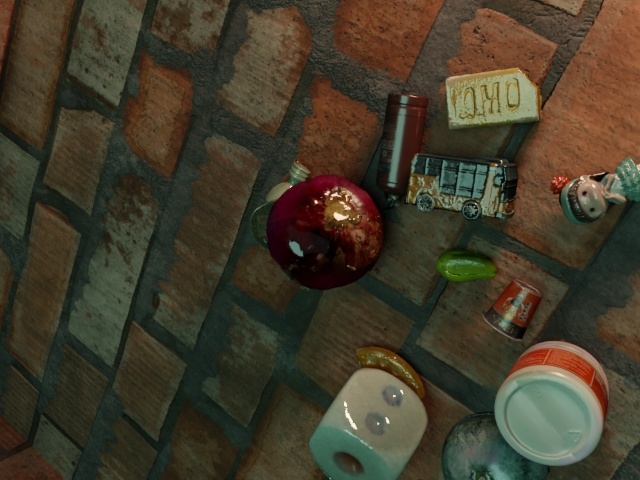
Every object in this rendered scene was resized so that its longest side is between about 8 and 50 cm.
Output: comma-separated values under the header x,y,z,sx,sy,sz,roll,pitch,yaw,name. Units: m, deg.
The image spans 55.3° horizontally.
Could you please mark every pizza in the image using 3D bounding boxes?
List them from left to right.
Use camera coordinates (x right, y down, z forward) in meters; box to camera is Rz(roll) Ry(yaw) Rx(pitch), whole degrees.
x,y,z,sx,sy,sz,roll,pitch,yaw,name
0.217,0.400,1.879,0.246,0.058,0.127,22,110,23,pizza

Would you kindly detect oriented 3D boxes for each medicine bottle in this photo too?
x,y,z,sx,sy,sz,roll,pitch,yaw,name
0.596,0.411,1.566,0.252,0.241,0.252,7,104,28,medicine bottle

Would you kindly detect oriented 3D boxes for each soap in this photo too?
x,y,z,sx,sy,sz,roll,pitch,yaw,name
0.450,-0.369,1.592,0.232,0.073,0.140,0,104,28,soap

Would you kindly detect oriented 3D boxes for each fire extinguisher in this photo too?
x,y,z,sx,sy,sz,roll,pitch,yaw,name
0.221,-0.241,1.728,0.114,0.135,0.337,3,104,-14,fire extinguisher

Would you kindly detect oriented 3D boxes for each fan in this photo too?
x,y,z,sx,sy,sz,roll,pitch,yaw,name
-0.085,-0.021,1.940,0.223,0.012,0.294,-31,123,7,fan

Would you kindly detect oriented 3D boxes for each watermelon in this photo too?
x,y,z,sx,sy,sz,roll,pitch,yaw,name
0.453,0.611,1.722,0.322,0.175,0.188,-26,87,29,watermelon

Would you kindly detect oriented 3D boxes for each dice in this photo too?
x,y,z,sx,sy,sz,roll,pitch,yaw,name
0.142,0.561,1.798,0.264,0.262,0.268,33,134,12,dice

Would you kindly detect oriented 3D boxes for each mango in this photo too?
x,y,z,sx,sy,sz,roll,pitch,yaw,name
0.408,0.073,1.704,0.165,0.074,0.091,9,98,15,mango

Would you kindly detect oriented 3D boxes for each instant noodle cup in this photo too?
x,y,z,sx,sy,sz,roll,pitch,yaw,name
0.523,0.181,1.640,0.127,0.127,0.136,34,106,20,instant noodle cup

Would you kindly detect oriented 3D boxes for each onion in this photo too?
x,y,z,sx,sy,sz,roll,pitch,yaw,name
0.000,0.000,1.808,0.348,0.347,0.385,53,155,10,onion

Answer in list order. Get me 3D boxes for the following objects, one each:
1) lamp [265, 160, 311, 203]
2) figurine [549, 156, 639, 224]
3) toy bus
x,y,z,sx,sy,sz,roll,pitch,yaw,name
-0.101,-0.154,1.929,0.106,0.106,0.193,39,107,17,lamp
0.700,-0.132,1.486,0.245,0.110,0.138,-24,78,27,figurine
0.382,-0.147,1.638,0.275,0.138,0.167,13,104,29,toy bus
